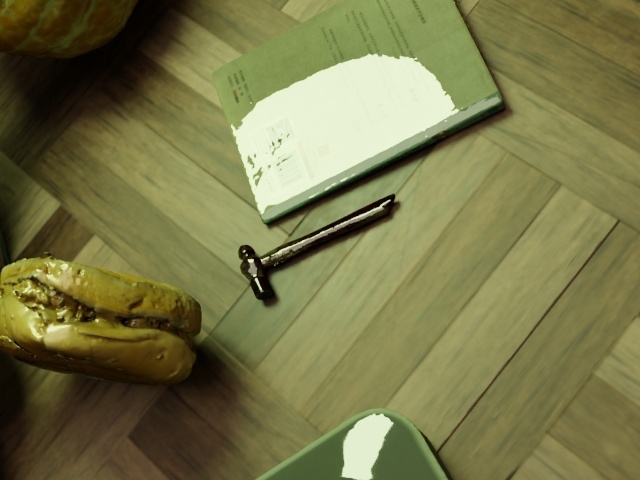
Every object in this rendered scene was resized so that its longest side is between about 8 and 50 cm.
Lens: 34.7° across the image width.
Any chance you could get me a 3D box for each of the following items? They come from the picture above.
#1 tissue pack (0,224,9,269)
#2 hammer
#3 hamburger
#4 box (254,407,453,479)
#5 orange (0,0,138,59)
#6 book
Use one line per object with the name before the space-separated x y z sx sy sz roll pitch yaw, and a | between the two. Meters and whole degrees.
tissue pack | -0.479 -0.109 1.123 0.227 0.316 0.103 12 33 25
hammer | 0.000 0.000 1.050 0.178 0.021 0.065 -25 63 7
hamburger | -0.219 0.078 0.998 0.213 0.214 0.108 4 75 23
box | 0.007 0.380 0.856 0.367 0.090 0.373 -35 61 6
orange | -0.341 -0.362 1.150 0.249 0.329 0.329 -43 58 27
book | 0.031 -0.164 1.098 0.282 0.025 0.215 -24 64 11
